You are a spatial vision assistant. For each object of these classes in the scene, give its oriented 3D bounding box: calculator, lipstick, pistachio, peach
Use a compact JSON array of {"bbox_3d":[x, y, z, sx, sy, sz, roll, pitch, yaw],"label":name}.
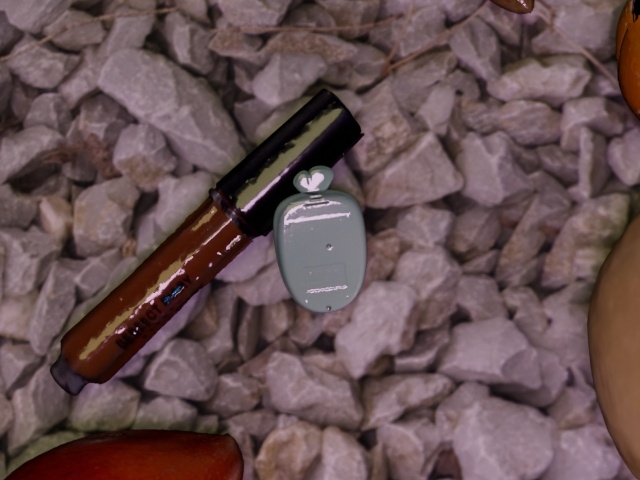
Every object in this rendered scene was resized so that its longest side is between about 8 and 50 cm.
[{"bbox_3d":[0.000,0.000,1.140,0.095,0.021,0.153,-7,102,-4],"label":"calculator"},{"bbox_3d":[-0.123,0.006,1.170,0.418,0.077,0.077,-44,71,1],"label":"lipstick"},{"bbox_3d":[0.332,0.087,0.994,0.181,0.162,0.293,-14,65,53],"label":"pistachio"},{"bbox_3d":[-0.219,0.321,1.050,0.257,0.201,0.362,41,88,19],"label":"peach"}]

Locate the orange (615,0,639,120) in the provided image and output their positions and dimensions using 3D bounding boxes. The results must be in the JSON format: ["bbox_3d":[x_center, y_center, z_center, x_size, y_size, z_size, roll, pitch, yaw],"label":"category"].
[{"bbox_3d":[0.395,-0.183,1.048,0.234,0.182,0.235,-2,85,22],"label":"orange"}]

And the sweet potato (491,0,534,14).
[{"bbox_3d":[0.144,-0.392,1.196,0.114,0.092,0.342,-10,75,-7],"label":"sweet potato"}]
